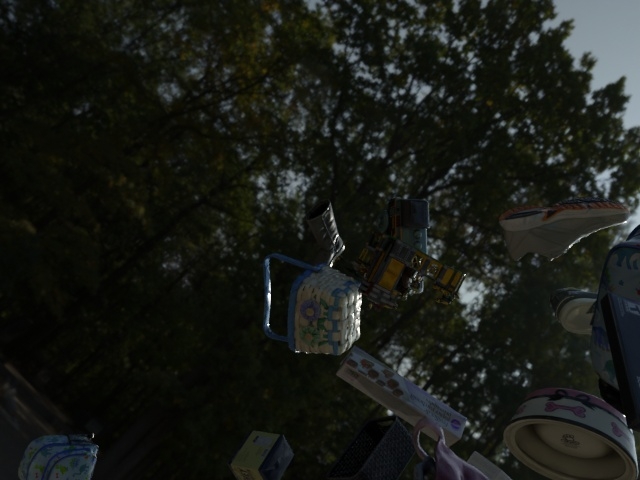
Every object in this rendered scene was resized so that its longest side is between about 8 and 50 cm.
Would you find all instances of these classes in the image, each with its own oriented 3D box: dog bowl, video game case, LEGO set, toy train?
[{"bbox_3d":[0.821,0.641,1.967,0.408,0.150,0.408,20,-38,17],"label":"dog bowl"},{"bbox_3d":[0.489,0.181,0.736,0.274,0.196,0.026,18,-47,-2],"label":"video game case"},{"bbox_3d":[0.201,0.110,1.569,0.255,0.192,0.331,27,1,-23],"label":"LEGO set"},{"bbox_3d":[0.266,0.018,1.915,0.190,0.142,0.334,160,-68,-69],"label":"toy train"}]

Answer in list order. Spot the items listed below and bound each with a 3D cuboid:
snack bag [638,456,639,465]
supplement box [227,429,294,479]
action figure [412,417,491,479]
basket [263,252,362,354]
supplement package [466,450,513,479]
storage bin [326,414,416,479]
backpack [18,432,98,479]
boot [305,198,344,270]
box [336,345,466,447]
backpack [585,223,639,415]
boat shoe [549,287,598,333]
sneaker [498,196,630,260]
[{"bbox_3d":[0.816,0.572,1.154,0.323,0.342,0.037,11,-64,12],"label":"snack bag"},{"bbox_3d":[-0.111,0.407,1.120,0.083,0.083,0.056,-4,-59,35],"label":"supplement box"},{"bbox_3d":[0.354,0.511,1.116,0.370,0.276,0.248,1,-52,3],"label":"action figure"},{"bbox_3d":[-0.037,0.177,1.660,0.289,0.201,0.255,12,-68,33],"label":"basket"},{"bbox_3d":[0.405,0.661,1.550,0.105,0.179,0.105,45,-12,-26],"label":"supplement package"},{"bbox_3d":[0.114,0.477,1.306,0.084,0.180,0.122,52,-38,-5],"label":"storage bin"},{"bbox_3d":[-0.455,0.394,1.049,0.114,0.105,0.084,19,-2,-40],"label":"backpack"},{"bbox_3d":[-0.002,0.000,1.899,0.076,0.190,0.208,21,-28,27],"label":"boot"},{"bbox_3d":[0.191,0.373,1.438,0.324,0.063,0.067,32,-43,3],"label":"box"},{"bbox_3d":[0.573,0.135,0.942,0.273,0.356,0.290,10,13,-22],"label":"backpack"},{"bbox_3d":[0.676,0.162,1.379,0.099,0.319,0.116,-111,-150,-64],"label":"boat shoe"},{"bbox_3d":[0.527,-0.020,1.302,0.262,0.099,0.121,-7,-75,15],"label":"sneaker"}]
